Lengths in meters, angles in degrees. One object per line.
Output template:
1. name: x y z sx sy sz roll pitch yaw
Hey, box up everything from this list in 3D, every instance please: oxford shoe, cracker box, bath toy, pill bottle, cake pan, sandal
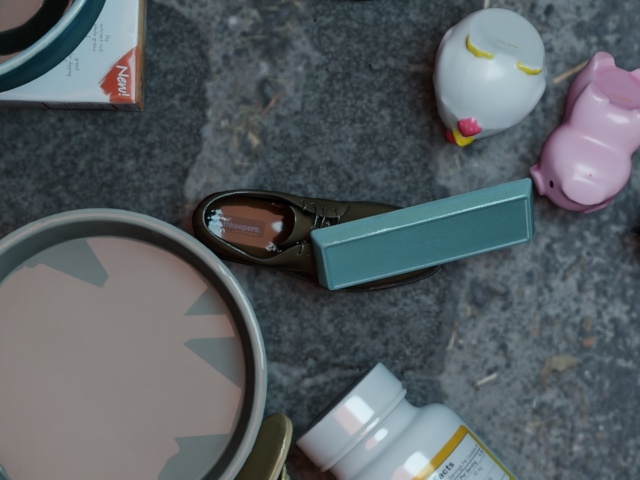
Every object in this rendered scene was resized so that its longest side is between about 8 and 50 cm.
1. oxford shoe: 0.000 0.000 1.379 0.227 0.096 0.083 4 86 -1
2. cracker box: -0.270 -0.196 1.400 0.232 0.067 0.156 1 88 0
3. bath toy: 0.249 -0.072 1.372 0.348 0.129 0.151 25 44 -1
4. pill bottle: 0.098 0.226 1.349 0.136 0.136 0.245 -43 88 -1
5. cake pan: -0.192 0.119 1.395 0.293 0.054 0.293 0 88 0
6. sandal: -0.059 0.266 1.390 0.079 0.088 0.240 26 95 -25

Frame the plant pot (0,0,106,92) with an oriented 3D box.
1. plant pot: -0.280 -0.230 1.241 0.271 0.255 0.271 0 86 0

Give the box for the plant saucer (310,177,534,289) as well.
1. plant saucer: 0.089 -0.002 1.345 0.192 0.067 0.018 -14 44 -4
